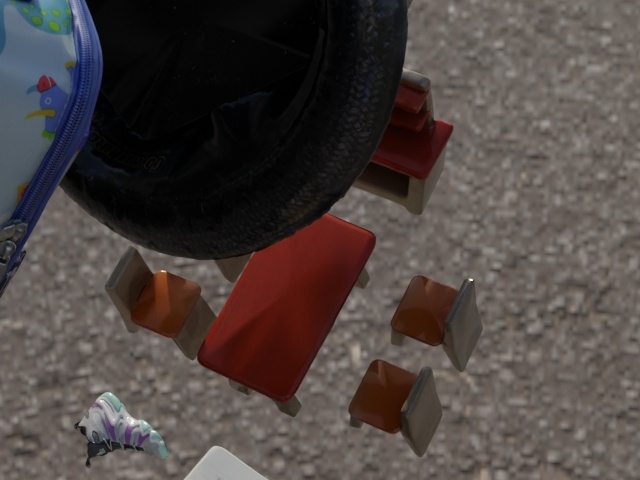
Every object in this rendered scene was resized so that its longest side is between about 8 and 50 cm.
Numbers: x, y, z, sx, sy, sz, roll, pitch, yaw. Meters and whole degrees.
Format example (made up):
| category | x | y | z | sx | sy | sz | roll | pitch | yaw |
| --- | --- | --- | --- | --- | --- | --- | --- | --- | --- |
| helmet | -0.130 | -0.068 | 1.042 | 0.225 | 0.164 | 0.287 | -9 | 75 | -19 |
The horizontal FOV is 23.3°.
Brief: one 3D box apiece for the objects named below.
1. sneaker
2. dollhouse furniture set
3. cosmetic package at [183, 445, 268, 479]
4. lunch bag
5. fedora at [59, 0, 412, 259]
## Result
| category | x | y | z | sx | sy | sz | roll | pitch | yaw |
| --- | --- | --- | --- | --- | --- | --- | --- | --- | --- |
| sneaker | -0.200 | 0.200 | 1.516 | 0.098 | 0.038 | 0.069 | 33 | 67 | 30 |
| dollhouse furniture set | 0.000 | 0.000 | 1.183 | 0.262 | 0.135 | 0.259 | 22 | 69 | 18 |
| cosmetic package | -0.097 | 0.315 | 1.357 | 0.151 | 0.151 | 0.183 | 32 | 46 | 11 |
| lunch bag | -0.176 | -0.080 | 0.694 | 0.090 | 0.176 | 0.219 | 14 | 33 | -33 |
| fedora | -0.052 | -0.151 | 0.907 | 0.334 | 0.334 | 0.152 | 25 | 32 | 32 |
